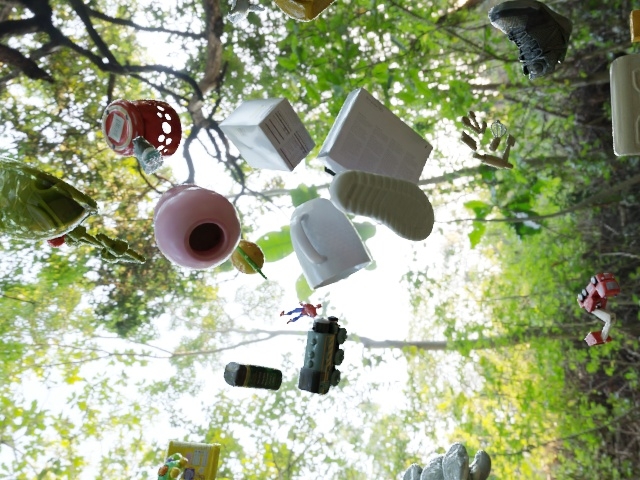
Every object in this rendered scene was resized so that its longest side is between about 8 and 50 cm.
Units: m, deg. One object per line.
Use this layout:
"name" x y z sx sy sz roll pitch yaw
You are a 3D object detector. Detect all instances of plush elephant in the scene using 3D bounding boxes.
"plush elephant" 0.309 0.558 0.934 0.330 0.272 0.255 2 -119 -27

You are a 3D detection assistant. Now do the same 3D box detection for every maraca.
"maraca" -0.218 0.059 1.377 0.099 0.186 0.127 -45 -54 -5

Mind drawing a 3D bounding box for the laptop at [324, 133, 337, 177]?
"laptop" 0.148 -0.374 1.884 0.137 0.234 0.264 -32 -38 -34

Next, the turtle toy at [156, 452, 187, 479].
"turtle toy" -0.428 0.664 1.289 0.130 0.066 0.095 -36 -33 -81

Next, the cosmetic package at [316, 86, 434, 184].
"cosmetic package" 0.206 -0.317 1.619 0.377 0.097 0.284 32 -100 -26

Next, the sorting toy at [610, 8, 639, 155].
"sorting toy" 0.701 -0.315 0.876 0.041 0.229 0.306 25 -113 -64

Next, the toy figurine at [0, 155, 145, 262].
"toy figurine" -0.407 0.012 0.468 0.217 0.363 0.191 -59 -26 -29

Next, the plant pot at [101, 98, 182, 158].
"plant pot" -0.558 -0.344 1.397 0.174 0.191 0.190 -24 -74 -61

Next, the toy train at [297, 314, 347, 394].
"toy train" 0.008 0.472 1.841 0.190 0.142 0.333 16 -98 -57

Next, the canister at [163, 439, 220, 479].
"canister" -0.430 0.736 1.492 0.170 0.073 0.126 14 -124 -16

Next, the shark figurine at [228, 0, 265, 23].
"shark figurine" -0.293 -0.814 1.483 0.116 0.166 0.278 -61 -21 -19

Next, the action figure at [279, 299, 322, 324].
"action figure" -0.035 0.139 0.882 0.038 0.115 0.030 55 -131 -10

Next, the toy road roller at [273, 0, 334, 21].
"toy road roller" -0.076 -0.580 0.868 0.202 0.330 0.240 -55 -22 -33

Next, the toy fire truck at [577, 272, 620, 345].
"toy fire truck" 0.772 0.192 1.236 0.192 0.047 0.135 86 177 -51

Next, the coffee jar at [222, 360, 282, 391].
"coffee jar" -0.221 0.444 1.469 0.185 0.096 0.078 21 -104 -39

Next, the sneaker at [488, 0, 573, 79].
"sneaker" 0.460 -0.438 0.984 0.228 0.087 0.130 6 -90 -30

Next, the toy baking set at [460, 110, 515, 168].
"toy baking set" 0.524 -0.305 1.369 0.257 0.030 0.196 12 -118 -25

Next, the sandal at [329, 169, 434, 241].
"sandal" 0.186 -0.115 1.334 0.417 0.102 0.169 21 -94 -35

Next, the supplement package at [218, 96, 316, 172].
"supplement package" -0.185 -0.365 1.553 0.145 0.262 0.204 -51 -52 -20

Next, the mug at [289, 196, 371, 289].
"mug" 0.000 0.000 1.818 0.327 0.276 0.374 65 -160 12

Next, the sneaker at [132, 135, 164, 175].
"sneaker" -0.476 -0.235 1.231 0.065 0.166 0.076 -41 -87 -22

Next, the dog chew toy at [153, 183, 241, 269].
"dog chew toy" -0.338 -0.056 1.172 0.207 0.332 0.206 -11 -65 -25

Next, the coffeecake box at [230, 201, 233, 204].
"coffeecake box" -0.429 -0.073 1.745 0.068 0.143 0.185 -15 -60 -65
